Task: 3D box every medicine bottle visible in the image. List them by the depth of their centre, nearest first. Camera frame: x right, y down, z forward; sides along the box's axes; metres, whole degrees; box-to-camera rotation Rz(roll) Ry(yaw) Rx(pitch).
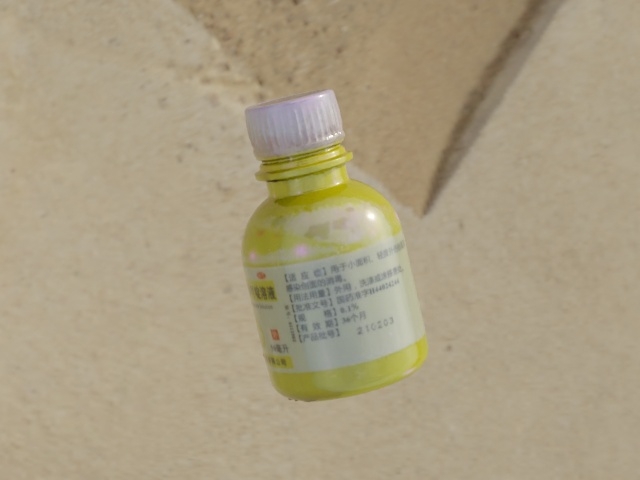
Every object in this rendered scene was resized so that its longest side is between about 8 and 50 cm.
[{"bbox_3d":[0.000,0.000,1.113,0.121,0.122,0.213,-18,100,-29],"label":"medicine bottle"}]
